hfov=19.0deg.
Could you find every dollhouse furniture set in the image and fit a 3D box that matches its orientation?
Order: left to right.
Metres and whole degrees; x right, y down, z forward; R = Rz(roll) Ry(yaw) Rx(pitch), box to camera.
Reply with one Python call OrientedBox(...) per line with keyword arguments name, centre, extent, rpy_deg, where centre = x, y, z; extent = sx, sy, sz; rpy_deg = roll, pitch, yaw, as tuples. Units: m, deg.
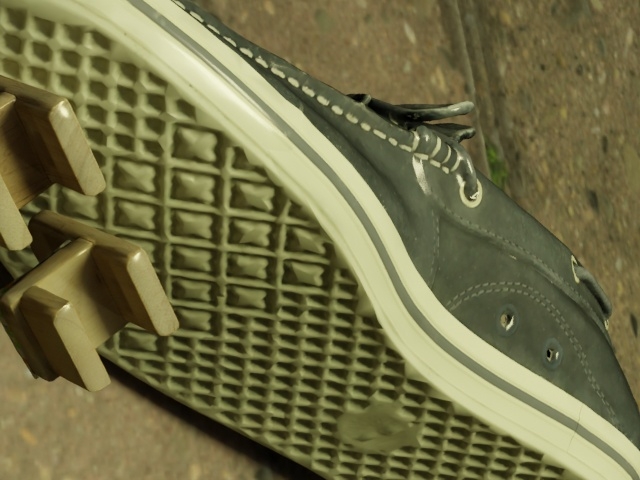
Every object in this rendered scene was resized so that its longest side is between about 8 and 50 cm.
OrientedBox(name="dollhouse furniture set", centre=(-0.218, -0.008, 0.747), extent=(0.212, 0.161, 0.242), rpy_deg=(-39, 125, -25))

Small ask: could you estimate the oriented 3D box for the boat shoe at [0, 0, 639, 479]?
OrientedBox(name="boat shoe", centre=(0.000, 0.000, 0.961), extent=(0.500, 0.187, 0.156), rpy_deg=(38, 46, -38))
